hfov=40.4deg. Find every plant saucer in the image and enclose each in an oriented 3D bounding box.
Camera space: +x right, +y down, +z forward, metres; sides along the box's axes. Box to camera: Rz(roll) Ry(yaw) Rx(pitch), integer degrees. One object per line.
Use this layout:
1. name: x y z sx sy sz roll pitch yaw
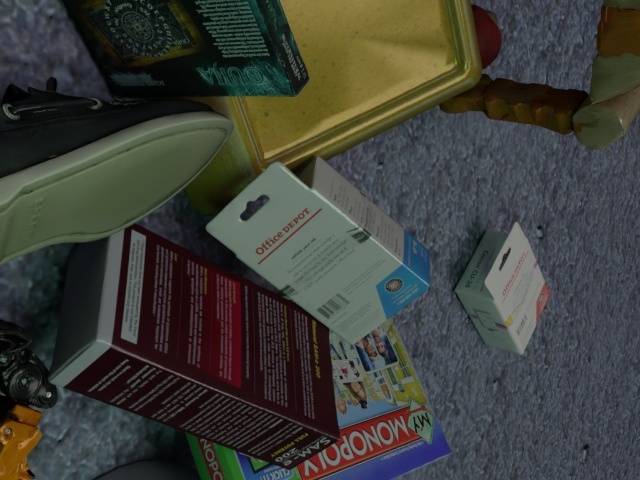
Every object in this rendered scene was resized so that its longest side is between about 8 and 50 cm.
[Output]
1. plant saucer: -0.001 -0.208 0.746 0.332 0.081 0.333 -28 125 -14

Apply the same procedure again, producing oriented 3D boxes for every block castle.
1. block castle: 0.220 -0.339 0.867 0.213 0.303 0.453 -47 140 -37

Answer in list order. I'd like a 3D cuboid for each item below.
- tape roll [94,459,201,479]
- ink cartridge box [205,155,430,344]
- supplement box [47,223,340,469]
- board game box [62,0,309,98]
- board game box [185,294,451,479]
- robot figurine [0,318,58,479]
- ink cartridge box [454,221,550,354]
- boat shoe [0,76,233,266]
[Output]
1. tape roll: -0.158 0.356 0.805 0.286 0.100 0.286 -19 115 -47
2. ink cartridge box: 0.000 0.000 0.778 0.180 0.104 0.060 40 30 -18
3. supplement box: -0.096 0.090 0.728 0.239 0.073 0.130 29 37 -31
4. board game box: -0.109 -0.163 0.646 0.026 0.186 0.126 -57 138 -35
5. board game box: -0.007 0.159 0.886 0.317 0.046 0.214 -4 65 -51
6. robot figurine: -0.304 0.125 0.562 0.291 0.085 0.211 41 68 -53
7. ink cartridge box: 0.263 0.065 1.270 0.115 0.067 0.198 -59 140 -22
8. boat shoe: -0.199 -0.056 0.597 0.340 0.113 0.127 -33 165 -45
